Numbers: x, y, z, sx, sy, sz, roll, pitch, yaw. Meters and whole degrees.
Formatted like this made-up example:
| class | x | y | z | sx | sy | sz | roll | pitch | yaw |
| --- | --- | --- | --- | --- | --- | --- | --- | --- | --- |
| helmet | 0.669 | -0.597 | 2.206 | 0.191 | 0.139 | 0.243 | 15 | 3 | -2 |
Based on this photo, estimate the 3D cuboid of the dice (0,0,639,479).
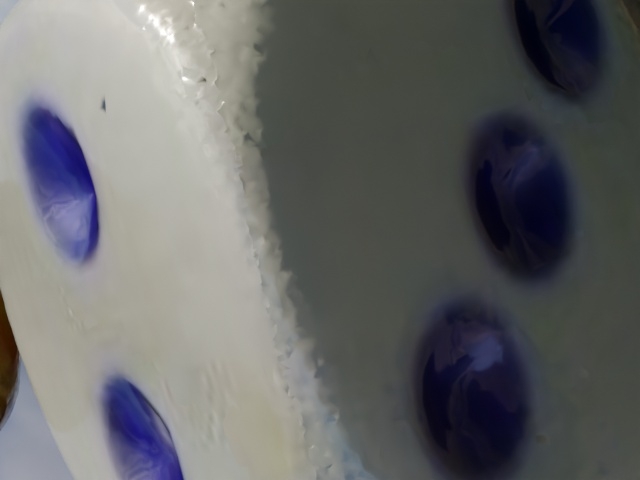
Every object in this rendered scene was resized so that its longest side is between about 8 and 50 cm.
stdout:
| class | x | y | z | sx | sy | sz | roll | pitch | yaw |
| --- | --- | --- | --- | --- | --- | --- | --- | --- | --- |
| dice | 0.000 | 0.000 | 0.528 | 0.304 | 0.277 | 0.304 | -15 | 94 | 53 |

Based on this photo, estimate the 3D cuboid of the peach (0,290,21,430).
| class | x | y | z | sx | sy | sz | roll | pitch | yaw |
| --- | --- | --- | --- | --- | --- | --- | --- | --- | --- |
| peach | -0.293 | 0.076 | 0.623 | 0.197 | 0.197 | 0.197 | 42 | -176 | -3 |
